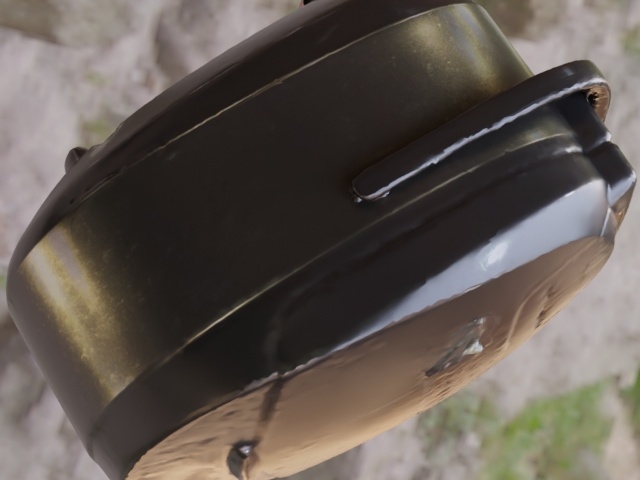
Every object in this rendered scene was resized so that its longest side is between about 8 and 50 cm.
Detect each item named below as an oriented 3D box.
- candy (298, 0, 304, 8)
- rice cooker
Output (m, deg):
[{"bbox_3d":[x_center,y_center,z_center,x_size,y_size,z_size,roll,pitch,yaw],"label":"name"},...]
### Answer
[{"bbox_3d":[0.024,-0.045,0.737,0.038,0.062,0.122,116,-23,-46],"label":"candy"},{"bbox_3d":[0.000,0.000,0.525,0.165,0.106,0.112,-37,164,-14],"label":"rice cooker"}]
